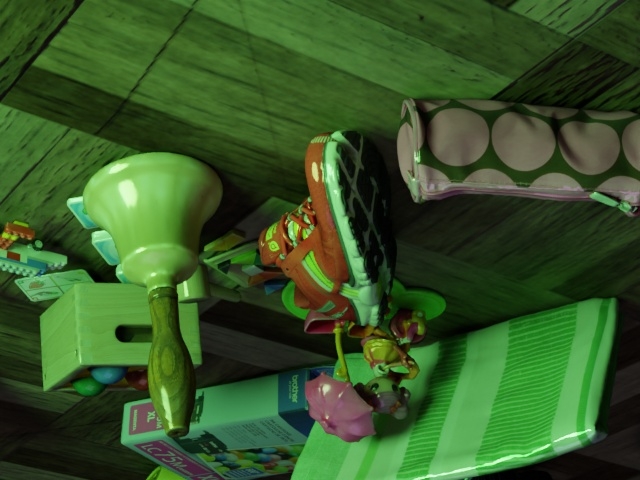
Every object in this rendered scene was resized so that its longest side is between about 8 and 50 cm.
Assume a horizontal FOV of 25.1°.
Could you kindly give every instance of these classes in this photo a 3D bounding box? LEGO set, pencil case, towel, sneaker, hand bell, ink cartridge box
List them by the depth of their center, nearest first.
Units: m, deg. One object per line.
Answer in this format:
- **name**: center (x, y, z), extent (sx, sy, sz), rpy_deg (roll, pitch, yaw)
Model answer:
- **pencil case**: center (0.166, -0.064, 1.167), extent (0.209, 0.098, 0.095), rpy_deg (3, 151, -2)
- **hand bell**: center (-0.132, 0.058, 1.229), extent (0.126, 0.242, 0.126), rpy_deg (-7, 147, -5)
- **sneaker**: center (0.000, 0.000, 1.290), extent (0.118, 0.107, 0.279), rpy_deg (6, 150, 10)
- **LEGO set**: center (-0.256, 0.029, 1.388), extent (0.244, 0.060, 0.182), rpy_deg (-8, 149, 10)
- **towel**: center (0.140, 0.159, 1.458), extent (0.325, 0.248, 0.038), rpy_deg (-14, 116, 23)
- **ink cartridge box**: center (-0.062, 0.227, 1.742), extent (0.311, 0.065, 0.186), rpy_deg (-15, 148, 24)

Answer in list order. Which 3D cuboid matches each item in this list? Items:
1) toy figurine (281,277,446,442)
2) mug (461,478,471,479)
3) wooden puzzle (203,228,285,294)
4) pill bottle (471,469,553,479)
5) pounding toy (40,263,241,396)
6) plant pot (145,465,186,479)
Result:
- **toy figurine**: center (0.045, 0.127, 1.453), extent (0.173, 0.159, 0.130), rpy_deg (7, 150, -13)
- **mug**: center (0.104, 0.242, 1.684), extent (0.158, 0.097, 0.129), rpy_deg (-14, 133, -30)
- **wooden puzzle**: center (-0.069, 0.025, 1.422), extent (0.078, 0.014, 0.116), rpy_deg (-22, 144, 35)
- **pill bottle**: center (0.188, 0.340, 1.870), extent (0.219, 0.122, 0.123), rpy_deg (5, 151, -12)
- **pounding toy**: center (-0.161, 0.094, 1.427), extent (0.181, 0.094, 0.206), rpy_deg (2, 162, -27)
- **plant pot**: center (-0.194, 0.355, 1.926), extent (0.095, 0.134, 0.134), rpy_deg (37, 141, -11)
